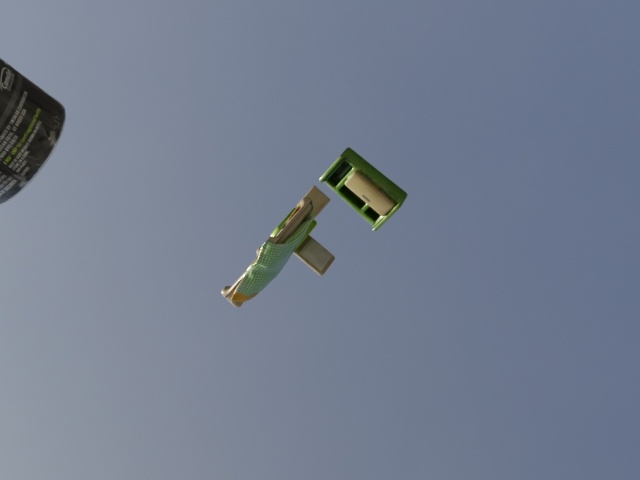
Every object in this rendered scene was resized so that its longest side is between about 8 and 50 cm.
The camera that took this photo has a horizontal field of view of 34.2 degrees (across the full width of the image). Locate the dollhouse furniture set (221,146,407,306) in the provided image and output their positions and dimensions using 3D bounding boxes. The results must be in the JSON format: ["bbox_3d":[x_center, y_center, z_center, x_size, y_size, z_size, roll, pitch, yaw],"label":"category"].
[{"bbox_3d":[0.000,0.000,0.727,0.059,0.076,0.151,41,-137,-2],"label":"dollhouse furniture set"}]

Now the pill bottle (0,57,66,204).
[{"bbox_3d":[-0.378,-0.149,0.994,0.246,0.130,0.130,39,-119,-33],"label":"pill bottle"}]
